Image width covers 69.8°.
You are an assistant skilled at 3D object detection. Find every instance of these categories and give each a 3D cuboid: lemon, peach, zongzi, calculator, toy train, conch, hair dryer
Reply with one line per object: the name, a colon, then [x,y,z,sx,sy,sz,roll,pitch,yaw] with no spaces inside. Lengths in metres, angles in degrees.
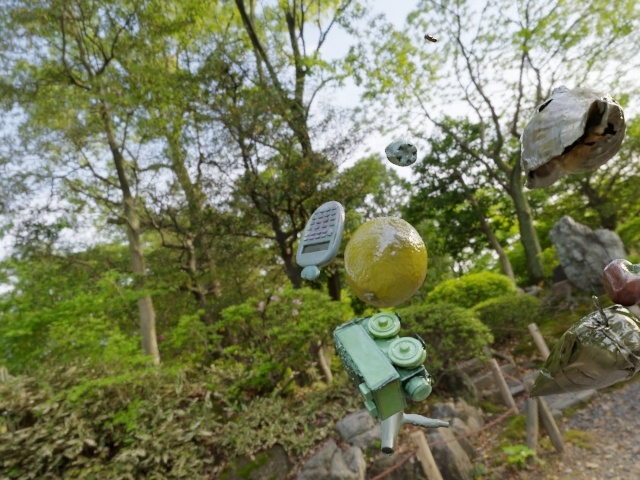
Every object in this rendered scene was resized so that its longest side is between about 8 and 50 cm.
lemon: [0.189,0.062,1.344,0.267,0.267,0.267,-19,-16,-6]
peach: [0.974,0.136,1.457,0.152,0.152,0.152,-19,-16,-6]
zongzi: [0.797,0.406,1.427,0.500,0.218,0.467,11,-58,-53]
calculator: [0.000,0.000,1.543,0.185,0.299,0.041,-12,-35,44]
toy train: [0.157,0.304,1.158,0.188,0.272,0.159,-25,-55,-12]
conch: [0.554,-0.240,1.043,0.263,0.186,0.324,-46,-29,10]
hair dryer: [0.274,0.616,1.482,0.224,0.088,0.219,17,32,28]

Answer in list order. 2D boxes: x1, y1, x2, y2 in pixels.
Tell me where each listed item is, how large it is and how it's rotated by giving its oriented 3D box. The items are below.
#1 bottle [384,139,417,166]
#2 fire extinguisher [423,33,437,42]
bottle: [0.249,-0.284,1.478,0.083,0.083,0.270,-21,13,4]
fire extinguisher: [0.456,-0.841,1.914,0.083,0.028,0.022,-5,6,-44]
